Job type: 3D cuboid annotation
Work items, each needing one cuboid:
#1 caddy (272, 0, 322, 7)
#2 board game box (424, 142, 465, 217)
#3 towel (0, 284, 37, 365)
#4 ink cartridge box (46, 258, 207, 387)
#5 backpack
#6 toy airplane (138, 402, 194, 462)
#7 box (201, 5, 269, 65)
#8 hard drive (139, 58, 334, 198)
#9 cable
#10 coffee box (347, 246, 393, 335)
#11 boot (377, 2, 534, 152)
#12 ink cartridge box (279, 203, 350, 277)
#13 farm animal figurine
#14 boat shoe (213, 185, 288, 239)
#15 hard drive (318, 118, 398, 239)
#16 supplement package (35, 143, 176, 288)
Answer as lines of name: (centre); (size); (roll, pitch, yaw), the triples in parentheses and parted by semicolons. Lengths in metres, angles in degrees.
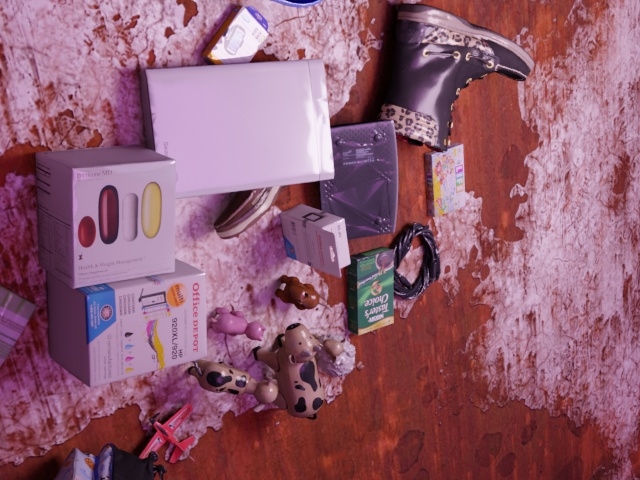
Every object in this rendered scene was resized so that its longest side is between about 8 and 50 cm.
caddy: (-0.094, -0.546, 1.651); (0.341, 0.179, 0.241); (4, 100, -40)
board game box: (0.292, -0.142, 2.199); (0.103, 0.026, 0.154); (-22, 117, -34)
towel: (-0.564, 0.151, 1.590); (0.113, 0.023, 0.152); (40, 76, -42)
ink cartridge box: (-0.341, 0.133, 1.666); (0.233, 0.168, 0.171); (-11, 109, -38)
backpack: (-0.408, 0.522, 1.686); (0.213, 0.276, 0.263); (21, 97, -11)
toy airplane: (-0.299, 0.394, 1.878); (0.151, 0.028, 0.151); (-14, 113, -35)
box: (-0.155, -0.373, 1.756); (0.081, 0.028, 0.136); (43, 73, -39)
hard drive: (-0.147, -0.209, 1.736); (0.353, 0.047, 0.233); (-9, 98, -26)
cable: (0.214, 0.044, 2.188); (0.151, 0.047, 0.184); (-22, 120, -27)
coffee box: (0.115, 0.114, 2.123); (0.113, 0.040, 0.184); (-14, 112, -36)
boot: (0.290, -0.333, 2.062); (0.377, 0.138, 0.284); (14, 93, -38)
ink cartridge box: (0.000, 0.000, 1.899); (0.060, 0.180, 0.104); (-25, 119, -32)
farm animal figurine: (-0.078, 0.250, 1.919); (0.330, 0.172, 0.326); (-42, 127, -22)
boat shoe: (-0.128, -0.114, 1.829); (0.257, 0.095, 0.095); (-48, 115, -25)
hard drive: (0.075, -0.128, 1.969); (0.172, 0.054, 0.254); (-9, 115, -13)
supplement package: (-0.365, -0.047, 1.603); (0.194, 0.149, 0.203); (-10, 111, -37)
